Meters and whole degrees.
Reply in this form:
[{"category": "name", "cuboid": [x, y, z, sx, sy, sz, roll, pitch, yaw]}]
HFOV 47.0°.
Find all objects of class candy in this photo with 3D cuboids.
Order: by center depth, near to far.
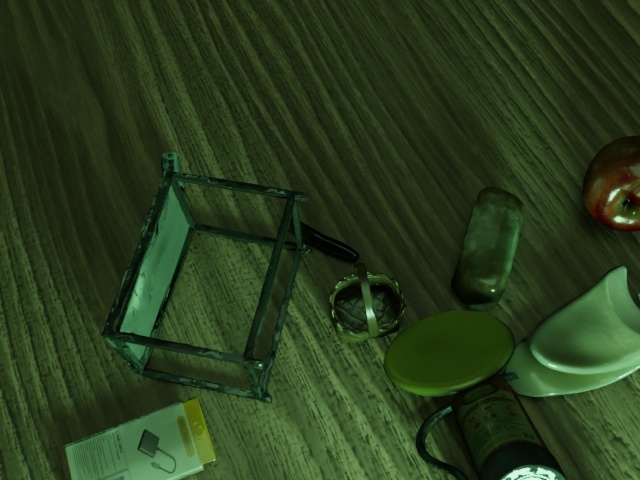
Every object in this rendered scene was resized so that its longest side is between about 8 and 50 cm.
[{"category": "candy", "cuboid": [0.325, 0.013, 1.422, 0.102, 0.104, 0.234, 17, 63, 11]}]

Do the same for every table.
[{"category": "table", "cuboid": [-0.184, 0.082, 1.342, 0.272, 0.222, 0.335, 10, 63, 7]}]

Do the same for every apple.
[{"category": "apple", "cuboid": [0.608, -0.111, 1.444, 0.181, 0.181, 0.168, 12, 40, 9]}]

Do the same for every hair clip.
[{"category": "hair clip", "cuboid": [0.468, 0.185, 1.323, 0.282, 0.113, 0.172, -22, 57, -12]}]

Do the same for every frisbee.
[{"category": "frisbee", "cuboid": [0.224, 0.192, 1.302, 0.236, 0.017, 0.236, -15, 25, 8]}]

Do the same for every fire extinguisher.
[{"category": "fire extinguisher", "cuboid": [0.250, 0.309, 1.171, 0.200, 0.376, 0.113, -12, 104, 4]}]

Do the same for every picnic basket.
[{"category": "picnic basket", "cuboid": [0.085, 0.112, 1.336, 0.137, 0.178, 0.128, -13, 62, -5]}]

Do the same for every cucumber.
[{"category": "cucumber", "cuboid": [0.000, 0.000, 1.486, 0.184, 0.033, 0.036, 29, 91, 17]}]

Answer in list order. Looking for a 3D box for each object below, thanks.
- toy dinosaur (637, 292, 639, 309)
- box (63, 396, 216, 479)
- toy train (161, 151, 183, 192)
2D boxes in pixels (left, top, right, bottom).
[{"category": "toy dinosaur", "cuboid": [0.598, 0.141, 1.378, 0.208, 0.039, 0.082, -25, 71, -6]}, {"category": "box", "cuboid": [-0.315, 0.378, 1.292, 0.247, 0.033, 0.129, -19, 62, -8]}, {"category": "toy train", "cuboid": [-0.309, -0.089, 1.540, 0.047, 0.043, 0.208, -8, 61, -1]}]
